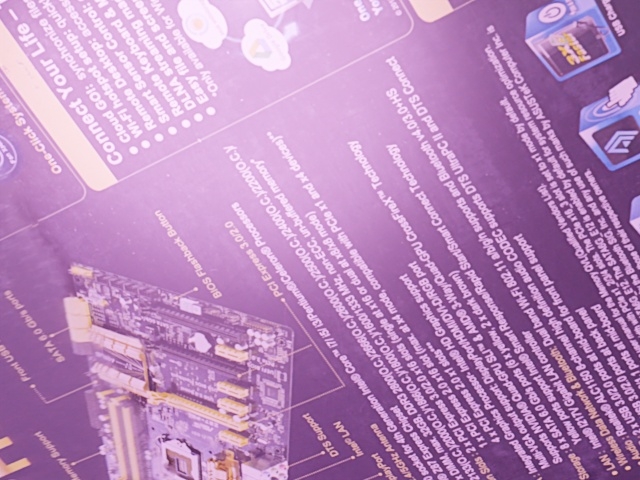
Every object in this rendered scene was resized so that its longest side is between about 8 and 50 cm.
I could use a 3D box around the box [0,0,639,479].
[{"bbox_3d":[-0.036,-0.080,0.398,0.318,0.097,0.395,-27,113,18],"label":"box"}]
